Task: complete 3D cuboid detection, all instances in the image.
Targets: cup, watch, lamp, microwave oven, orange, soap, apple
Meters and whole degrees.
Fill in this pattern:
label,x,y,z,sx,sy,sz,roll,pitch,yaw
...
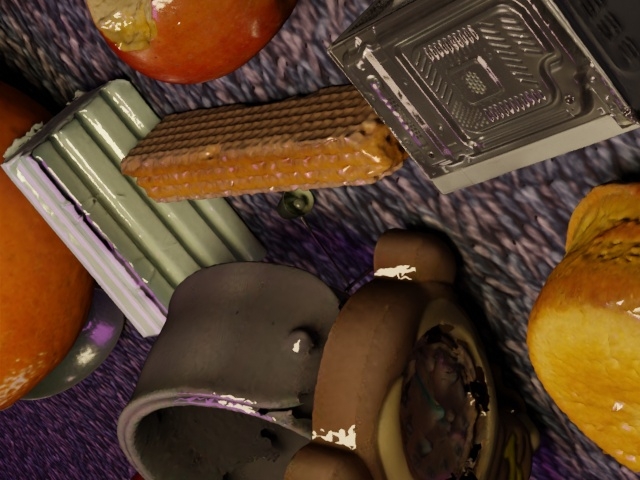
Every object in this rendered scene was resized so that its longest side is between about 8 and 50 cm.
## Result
label,x,y,z,sx,sy,sz,roll,pitch,yaw
cup,-0.383,0.093,1.738,0.150,0.199,0.199,45,155,33
watch,-0.009,0.183,1.240,0.326,0.314,0.335,-7,137,36
lamp,-0.001,-0.001,1.292,0.121,0.041,0.054,49,158,-5
microwave oven,0.128,-0.136,0.877,0.162,0.122,0.208,49,149,-14
orange,-0.453,-0.001,1.469,0.424,0.424,0.326,53,-177,-18
soap,-0.195,-0.032,1.359,0.261,0.150,0.094,52,145,-15
apple,-0.094,-0.204,1.024,0.158,0.156,0.147,5,151,33

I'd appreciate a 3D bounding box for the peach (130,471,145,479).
label,x,y,z,sx,sy,sz,roll,pitch,yaw
peach,-0.083,0.461,1.667,0.416,0.353,0.339,24,148,22

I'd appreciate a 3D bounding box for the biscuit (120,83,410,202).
label,x,y,z,sx,sy,sz,roll,pitch,yaw
biscuit,-0.049,-0.085,1.178,0.378,0.094,0.054,-2,128,50

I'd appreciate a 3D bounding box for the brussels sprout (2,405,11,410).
label,x,y,z,sx,sy,sz,roll,pitch,yaw
brussels sprout,-0.541,0.136,1.902,0.316,0.242,0.274,46,130,15

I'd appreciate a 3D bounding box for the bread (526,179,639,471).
label,x,y,z,sx,sy,sz,roll,pitch,yaw
bread,0.273,0.080,0.965,0.268,0.146,0.268,33,152,21
